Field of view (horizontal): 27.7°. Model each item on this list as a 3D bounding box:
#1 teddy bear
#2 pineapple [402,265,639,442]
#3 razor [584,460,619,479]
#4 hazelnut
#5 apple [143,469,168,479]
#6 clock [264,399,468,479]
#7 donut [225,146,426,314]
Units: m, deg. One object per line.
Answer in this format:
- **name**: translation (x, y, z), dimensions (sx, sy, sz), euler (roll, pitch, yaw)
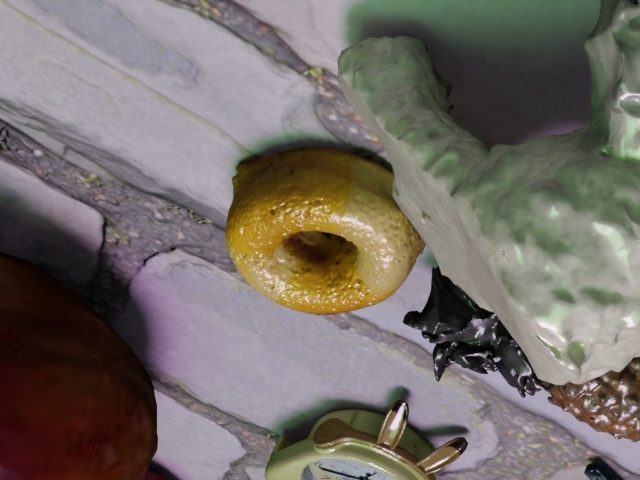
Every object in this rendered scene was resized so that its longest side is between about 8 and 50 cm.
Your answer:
- **teddy bear**: translation (0.258, -0.062, 0.907), dimensions (0.362, 0.375, 0.327), euler (-30, 128, -2)
- **pineapple**: translation (0.188, 0.095, 1.125), dimensions (0.237, 0.119, 0.111), euler (21, -173, 11)
- **razor**: translation (0.339, 0.289, 1.338), dimensions (0.190, 0.033, 0.066), euler (42, 139, -21)
- **hazelnut**: translation (-0.369, 0.182, 1.355), dimensions (0.421, 0.352, 0.421), euler (-8, 162, -3)
- **apple**: translation (-0.239, 0.362, 1.656), dimensions (0.153, 0.120, 0.153), euler (12, 146, 8)
- **clock**: translation (0.057, 0.247, 1.411), dimensions (0.170, 0.069, 0.232), euler (35, 140, -13)
- **donut**: translation (-0.001, 0.000, 1.139), dimensions (0.190, 0.074, 0.174), euler (-2, 135, 29)
